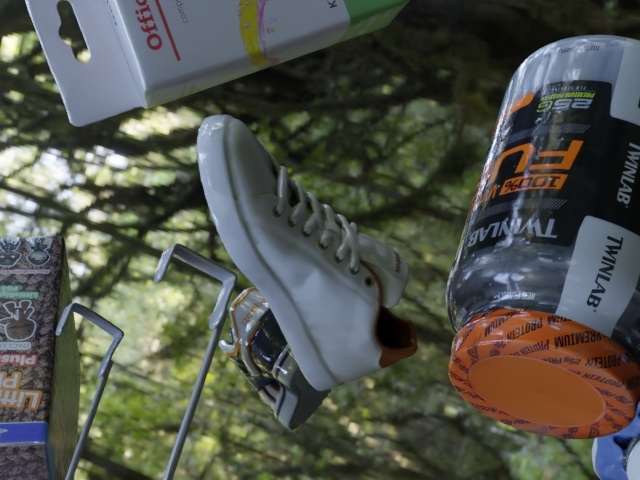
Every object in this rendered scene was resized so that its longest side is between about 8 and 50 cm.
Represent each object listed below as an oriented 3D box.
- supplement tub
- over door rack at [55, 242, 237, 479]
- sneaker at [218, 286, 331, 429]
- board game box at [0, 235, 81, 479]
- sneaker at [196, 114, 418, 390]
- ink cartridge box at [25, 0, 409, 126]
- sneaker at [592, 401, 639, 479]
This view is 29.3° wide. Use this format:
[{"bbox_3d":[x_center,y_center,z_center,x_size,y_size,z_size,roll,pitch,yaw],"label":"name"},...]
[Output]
[{"bbox_3d":[0.236,-0.005,1.121,0.207,0.207,0.338,76,-151,-53],"label":"supplement tub"},{"bbox_3d":[-0.136,0.189,0.930,0.108,0.239,0.324,17,-113,-28],"label":"over door rack"},{"bbox_3d":[-0.046,0.142,1.562,0.126,0.127,0.321,-47,-16,-17],"label":"sneaker"},{"bbox_3d":[-0.337,0.175,1.286,0.291,0.141,0.232,-98,9,-47],"label":"board game box"},{"bbox_3d":[0.000,0.000,1.019,0.106,0.123,0.290,-88,-25,-48],"label":"sneaker"},{"bbox_3d":[-0.114,-0.265,1.220,0.119,0.353,0.207,166,83,-80],"label":"ink cartridge box"},{"bbox_3d":[0.438,0.192,1.196,0.315,0.182,0.127,-35,-64,4],"label":"sneaker"}]
